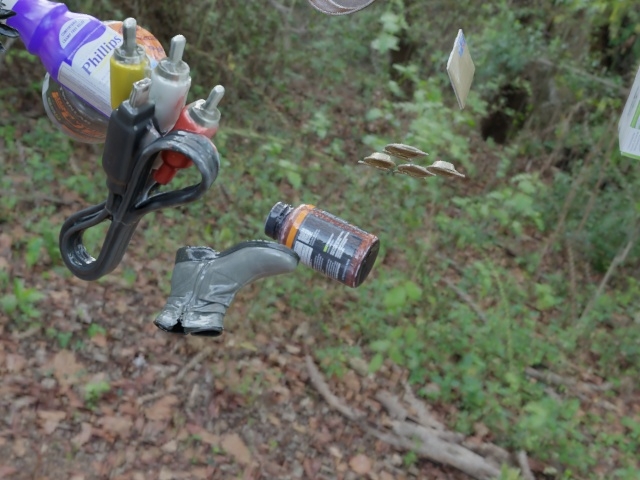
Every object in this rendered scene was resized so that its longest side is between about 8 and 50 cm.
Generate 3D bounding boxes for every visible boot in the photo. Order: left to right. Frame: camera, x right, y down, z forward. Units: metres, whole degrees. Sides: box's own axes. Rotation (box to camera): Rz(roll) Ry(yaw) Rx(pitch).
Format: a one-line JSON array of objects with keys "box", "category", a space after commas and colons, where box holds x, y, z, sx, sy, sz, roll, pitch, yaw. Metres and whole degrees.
[{"box": [-0.156, 0.091, 1.496, 0.246, 0.083, 0.161, -5, 57, 23], "category": "boot"}]

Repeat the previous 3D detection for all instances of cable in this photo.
[{"box": [-0.156, -0.049, 0.791, 0.139, 0.287, 0.072, 40, 47, 11], "category": "cable"}]

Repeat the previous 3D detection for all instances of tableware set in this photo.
[{"box": [0.150, -0.127, 1.482, 0.141, 0.020, 0.168, 16, -9, -23], "category": "tableware set"}]

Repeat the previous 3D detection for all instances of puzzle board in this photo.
[{"box": [0.265, -0.325, 1.683, 0.011, 0.096, 0.128, -5, 44, 28], "category": "puzzle board"}]

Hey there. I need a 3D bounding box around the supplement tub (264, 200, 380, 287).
[{"box": [0.000, 0.000, 1.585, 0.198, 0.106, 0.106, 27, 22, 16], "category": "supplement tub"}]

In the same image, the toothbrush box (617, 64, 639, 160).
[{"box": [0.544, -0.179, 1.105, 0.283, 0.206, 0.122, 17, 27, 7], "category": "toothbrush box"}]

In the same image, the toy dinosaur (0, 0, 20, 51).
[{"box": [-0.493, -0.353, 1.155, 0.218, 0.164, 0.322, 28, 45, 31], "category": "toy dinosaur"}]

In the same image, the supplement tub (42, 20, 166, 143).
[{"box": [-0.423, -0.310, 1.751, 0.207, 0.207, 0.338, 10, -6, -24], "category": "supplement tub"}]

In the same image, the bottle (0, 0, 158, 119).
[{"box": [-0.367, -0.288, 1.383, 0.283, 0.092, 0.118, 36, 61, -4], "category": "bottle"}]

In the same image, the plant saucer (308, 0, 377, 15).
[{"box": [0.047, -0.335, 1.017, 0.029, 0.168, 0.168, 15, 18, -49], "category": "plant saucer"}]
